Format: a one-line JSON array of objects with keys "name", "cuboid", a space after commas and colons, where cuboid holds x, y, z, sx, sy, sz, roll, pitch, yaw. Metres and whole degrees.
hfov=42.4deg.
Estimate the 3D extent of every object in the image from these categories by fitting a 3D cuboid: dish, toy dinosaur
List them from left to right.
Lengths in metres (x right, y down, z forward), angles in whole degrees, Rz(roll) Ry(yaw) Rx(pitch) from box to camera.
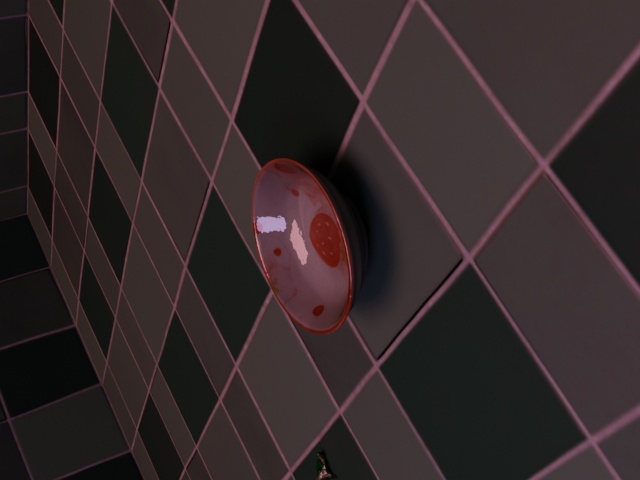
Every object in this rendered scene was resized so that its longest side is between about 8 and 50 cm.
[{"name": "dish", "cuboid": [0.000, 0.000, 1.194, 0.260, 0.085, 0.260, 33, 131, 48]}, {"name": "toy dinosaur", "cuboid": [0.001, 0.432, 1.502, 0.119, 0.029, 0.060, 97, 158, -46]}]
